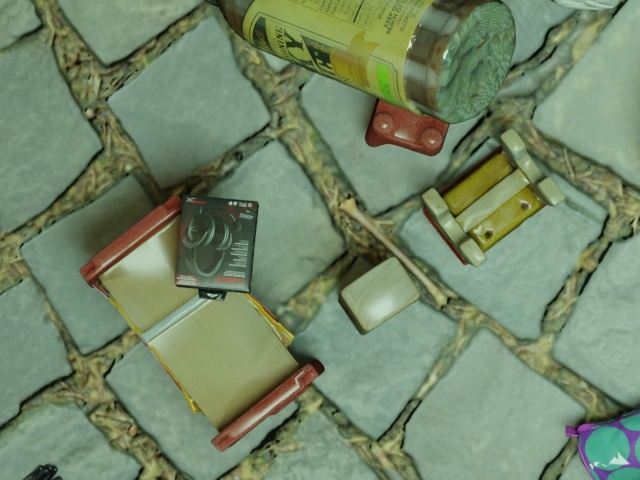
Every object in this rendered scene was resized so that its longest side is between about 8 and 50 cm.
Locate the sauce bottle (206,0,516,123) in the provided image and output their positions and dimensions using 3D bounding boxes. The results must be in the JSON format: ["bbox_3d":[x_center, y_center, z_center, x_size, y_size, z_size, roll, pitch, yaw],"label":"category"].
[{"bbox_3d":[-0.003,-0.198,1.324,0.344,0.111,0.111,26,103,35],"label":"sauce bottle"}]

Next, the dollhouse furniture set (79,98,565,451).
[{"bbox_3d":[0.000,0.000,1.390,0.374,0.152,0.201,-37,86,-2],"label":"dollhouse furniture set"}]

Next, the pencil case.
[{"bbox_3d":[0.292,0.158,1.356,0.152,0.064,0.070,-30,105,15],"label":"pencil case"}]

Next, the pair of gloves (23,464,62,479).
[{"bbox_3d":[-0.259,0.262,1.533,0.083,0.010,0.074,45,106,8],"label":"pair of gloves"}]

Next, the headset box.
[{"bbox_3d":[-0.085,0.007,1.297,0.062,0.032,0.083,6,84,1],"label":"headset box"}]

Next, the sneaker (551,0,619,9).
[{"bbox_3d":[0.148,-0.284,1.333,0.235,0.094,0.153,9,85,26],"label":"sneaker"}]
